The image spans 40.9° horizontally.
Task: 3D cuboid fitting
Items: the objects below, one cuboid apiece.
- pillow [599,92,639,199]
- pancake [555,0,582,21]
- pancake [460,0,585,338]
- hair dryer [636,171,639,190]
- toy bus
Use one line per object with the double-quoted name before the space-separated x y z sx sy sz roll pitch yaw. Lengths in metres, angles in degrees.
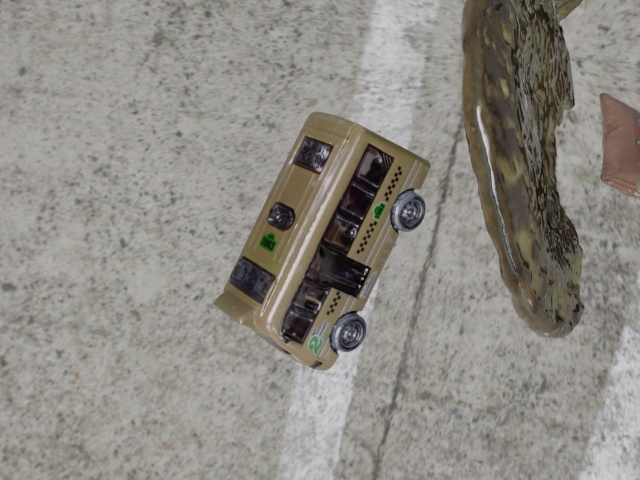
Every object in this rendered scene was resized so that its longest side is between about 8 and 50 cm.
"pillow" 0.600 -0.149 1.578 0.223 0.236 0.084 27 136 -14
"pancake" 0.337 -0.368 1.333 0.242 0.242 0.050 -28 113 19
"pancake" 0.161 -0.077 0.647 0.033 0.286 0.288 -8 108 26
"hair dryer" 0.519 -0.080 1.229 0.135 0.279 0.090 34 96 3
"toy bus" 0.000 0.000 1.034 0.139 0.157 0.289 30 94 52
